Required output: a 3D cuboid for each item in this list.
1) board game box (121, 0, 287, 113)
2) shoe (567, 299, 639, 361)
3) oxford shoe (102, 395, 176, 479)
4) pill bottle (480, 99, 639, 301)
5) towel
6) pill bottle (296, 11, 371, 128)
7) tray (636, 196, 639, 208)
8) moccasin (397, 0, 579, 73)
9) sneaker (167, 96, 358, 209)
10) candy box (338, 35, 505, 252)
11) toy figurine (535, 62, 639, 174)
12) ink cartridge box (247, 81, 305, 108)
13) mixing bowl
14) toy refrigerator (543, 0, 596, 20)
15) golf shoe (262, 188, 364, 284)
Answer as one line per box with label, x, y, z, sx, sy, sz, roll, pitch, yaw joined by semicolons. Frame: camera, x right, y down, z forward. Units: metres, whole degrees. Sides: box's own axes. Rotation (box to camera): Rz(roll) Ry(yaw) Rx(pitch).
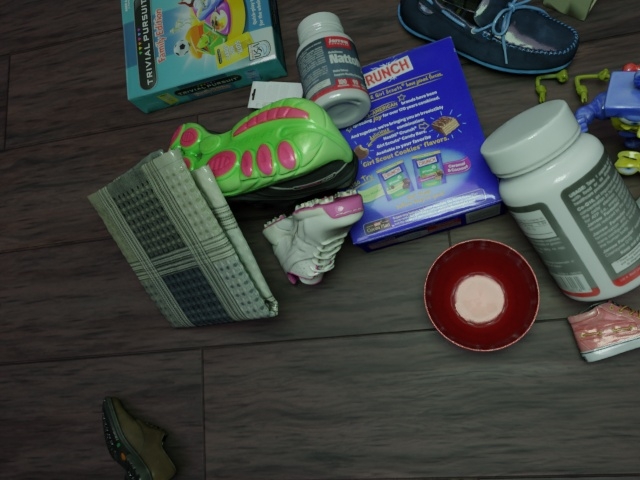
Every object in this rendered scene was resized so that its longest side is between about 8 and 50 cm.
board game box;-0.255;-0.441;1.194;0.336;0.079;0.254;-12;76;12
shoe;0.495;0.128;0.891;0.178;0.063;0.081;-23;79;13
oxford shoe;-0.348;0.380;1.058;0.227;0.096;0.083;42;129;33
pill bottle;0.378;-0.061;0.849;0.161;0.161;0.283;-36;104;5
towel;-0.247;0.009;0.981;0.312;0.056;0.324;-14;111;43
pill bottle;0.016;-0.294;0.955;0.108;0.108;0.180;-17;72;11
tray;0.566;-0.053;0.815;0.145;0.270;0.030;38;59;17
moccasin;0.296;-0.400;1.008;0.342;0.117;0.138;20;65;16
sneaker;-0.137;-0.117;1.011;0.482;0.202;0.185;2;71;44
candy box;0.158;-0.168;1.009;0.268;0.122;0.317;-16;77;13
toy figurine;0.474;-0.226;0.850;0.362;0.217;0.191;13;84;31
ink cartridge box;-0.088;-0.293;1.147;0.115;0.029;0.063;8;81;17
mixing bowl;0.268;0.095;0.939;0.181;0.098;0.182;-3;78;13
toy refrigerator;0.454;-0.493;0.919;0.094;0.269;0.102;32;87;18
golf shoe;0.000;0.000;0.955;0.115;0.306;0.140;-17;88;-24
